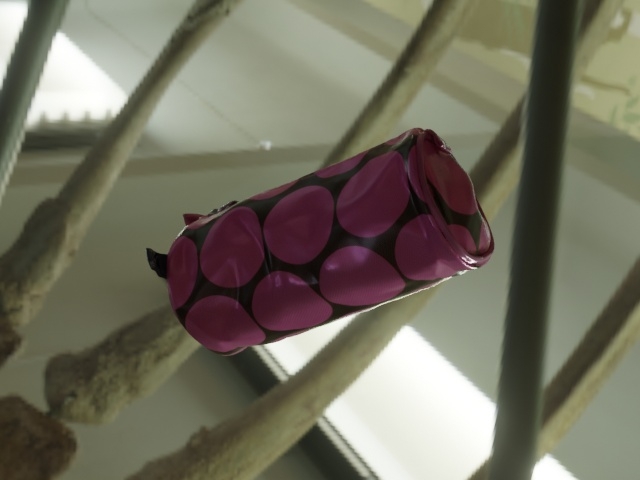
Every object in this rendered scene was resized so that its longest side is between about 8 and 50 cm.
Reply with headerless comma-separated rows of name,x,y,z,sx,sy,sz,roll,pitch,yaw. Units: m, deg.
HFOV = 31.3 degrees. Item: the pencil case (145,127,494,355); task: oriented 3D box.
pencil case,0.000,0.000,0.700,0.209,0.098,0.095,-19,154,30
